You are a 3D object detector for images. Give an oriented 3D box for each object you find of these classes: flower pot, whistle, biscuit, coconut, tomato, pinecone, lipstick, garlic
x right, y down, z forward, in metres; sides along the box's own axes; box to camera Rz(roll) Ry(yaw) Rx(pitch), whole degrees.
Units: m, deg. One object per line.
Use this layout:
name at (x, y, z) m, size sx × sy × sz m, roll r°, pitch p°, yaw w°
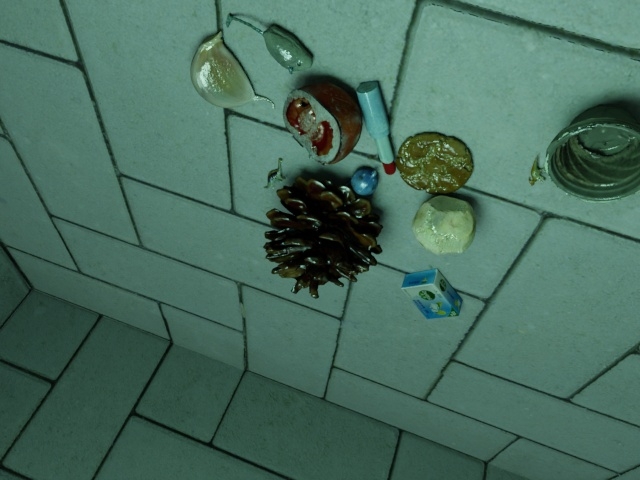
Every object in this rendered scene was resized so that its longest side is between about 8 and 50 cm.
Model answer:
flower pot at (0.640, -0.211, 1.219) m, size 0.235 × 0.141 × 0.236 m, roll 16°, pitch 142°, yaw 13°
whistle at (0.123, -0.169, 1.620) m, size 0.090 × 0.090 × 0.158 m, roll 34°, pitch 143°, yaw -13°
biscuit at (0.314, -0.209, 1.496) m, size 0.225 × 0.042 × 0.226 m, roll 16°, pitch 145°, yaw 12°
coconut at (0.360, -0.044, 1.565) m, size 0.194 × 0.195 × 0.194 m, roll 16°, pitch 144°, yaw 12°
tomato at (0.026, -0.320, 1.417) m, size 0.214 × 0.155 × 0.181 m, roll 52°, pitch 148°, yaw 10°
pinecone at (0.000, 0.000, 1.673) m, size 0.397 × 0.398 × 0.398 m, roll 16°, pitch 144°, yaw 12°
lipstick at (0.159, -0.294, 1.448) m, size 0.061 × 0.068 × 0.274 m, roll -26°, pitch 130°, yaw -3°
garlic at (-0.265, -0.435, 1.512) m, size 0.148 × 0.129 × 0.266 m, roll 4°, pitch 152°, yaw 44°

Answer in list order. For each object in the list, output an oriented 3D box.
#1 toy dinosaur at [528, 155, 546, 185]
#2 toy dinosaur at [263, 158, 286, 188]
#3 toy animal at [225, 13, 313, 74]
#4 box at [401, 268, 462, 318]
toy dinosaur at (0.570, -0.177, 1.398) m, size 0.041 × 0.026 × 0.113 m, roll 27°, pitch 157°, yaw 25°
toy dinosaur at (-0.149, -0.203, 1.777) m, size 0.058 × 0.037 × 0.180 m, roll 49°, pitch 136°, yaw 5°
toy animal at (-0.133, -0.507, 1.353) m, size 0.252 × 0.070 × 0.079 m, roll 30°, pitch 128°, yaw -3°
box at (0.404, 0.197, 1.936) m, size 0.139 × 0.073 × 0.194 m, roll -14°, pitch 129°, yaw 42°
